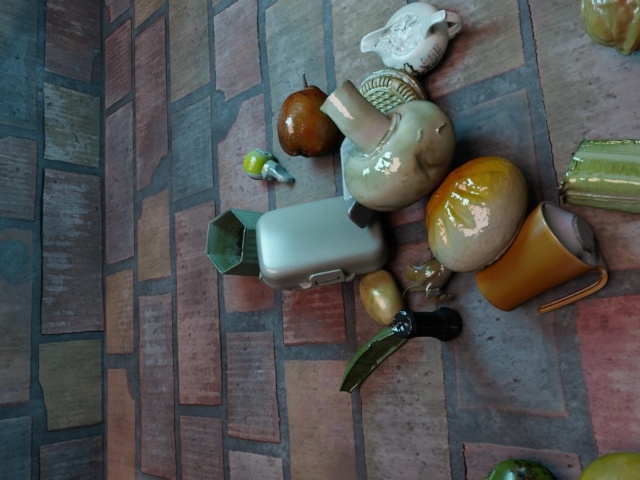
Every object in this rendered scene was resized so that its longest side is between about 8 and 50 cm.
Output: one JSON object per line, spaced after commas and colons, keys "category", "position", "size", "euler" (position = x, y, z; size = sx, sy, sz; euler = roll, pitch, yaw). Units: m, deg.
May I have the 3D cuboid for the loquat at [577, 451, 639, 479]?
{"category": "loquat", "position": [0.621, 0.540, 1.057], "size": [0.262, 0.263, 0.263], "euler": [-5, 82, 43]}

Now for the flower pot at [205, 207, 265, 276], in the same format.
{"category": "flower pot", "position": [-0.272, 0.010, 1.977], "size": [0.239, 0.189, 0.209], "euler": [44, 115, 35]}

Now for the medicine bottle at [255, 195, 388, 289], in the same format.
{"category": "medicine bottle", "position": [0.000, 0.000, 1.621], "size": [0.374, 0.123, 0.283], "euler": [-11, 56, 0]}

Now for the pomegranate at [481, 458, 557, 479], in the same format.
{"category": "pomegranate", "position": [0.453, 0.577, 1.275], "size": [0.205, 0.159, 0.160], "euler": [154, 114, -65]}

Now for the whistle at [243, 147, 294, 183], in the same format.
{"category": "whistle", "position": [-0.193, -0.252, 1.992], "size": [0.223, 0.122, 0.123], "euler": [32, 108, 24]}

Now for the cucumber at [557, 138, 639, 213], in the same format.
{"category": "cucumber", "position": [0.684, -0.125, 1.151], "size": [0.325, 0.105, 0.145], "euler": [12, 67, 43]}

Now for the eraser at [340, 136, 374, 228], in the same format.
{"category": "eraser", "position": [0.107, -0.185, 1.615], "size": [0.061, 0.089, 0.352], "euler": [-28, 42, 25]}

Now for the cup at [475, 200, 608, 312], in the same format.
{"category": "cup", "position": [0.508, 0.059, 1.270], "size": [0.226, 0.182, 0.264], "euler": [44, 128, 2]}

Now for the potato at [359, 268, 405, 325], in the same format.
{"category": "potato", "position": [0.176, 0.163, 1.594], "size": [0.178, 0.109, 0.119], "euler": [68, 150, 30]}

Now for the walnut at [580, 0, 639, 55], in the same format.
{"category": "walnut", "position": [0.657, -0.513, 1.133], "size": [0.224, 0.257, 0.257], "euler": [7, 91, 11]}

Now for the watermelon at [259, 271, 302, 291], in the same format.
{"category": "watermelon", "position": [-0.068, 0.059, 1.835], "size": [0.212, 0.201, 0.262], "euler": [-25, 28, 39]}

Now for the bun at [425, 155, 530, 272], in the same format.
{"category": "bun", "position": [0.348, -0.076, 1.337], "size": [0.299, 0.164, 0.299], "euler": [-57, 13, 21]}

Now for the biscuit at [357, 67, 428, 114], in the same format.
{"category": "biscuit", "position": [0.196, -0.361, 1.596], "size": [0.259, 0.079, 0.260], "euler": [15, 120, 29]}

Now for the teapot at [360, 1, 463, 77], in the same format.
{"category": "teapot", "position": [0.269, -0.574, 1.554], "size": [0.299, 0.165, 0.209], "euler": [-10, 67, 52]}

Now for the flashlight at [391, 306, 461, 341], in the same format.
{"category": "flashlight", "position": [0.270, 0.216, 1.413], "size": [0.092, 0.231, 0.093], "euler": [-7, 80, 44]}

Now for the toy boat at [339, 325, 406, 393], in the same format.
{"category": "toy boat", "position": [0.147, 0.341, 1.617], "size": [0.293, 0.093, 0.055], "euler": [-51, 37, 27]}

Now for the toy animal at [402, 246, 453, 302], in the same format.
{"category": "toy animal", "position": [0.292, 0.085, 1.517], "size": [0.188, 0.089, 0.179], "euler": [-32, 48, 37]}

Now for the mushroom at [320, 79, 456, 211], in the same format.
{"category": "mushroom", "position": [0.176, -0.234, 1.434], "size": [0.356, 0.315, 0.315], "euler": [36, 111, 29]}

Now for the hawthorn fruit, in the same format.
{"category": "hawthorn fruit", "position": [-0.040, -0.401, 1.785], "size": [0.210, 0.210, 0.263], "euler": [3, 90, 43]}
